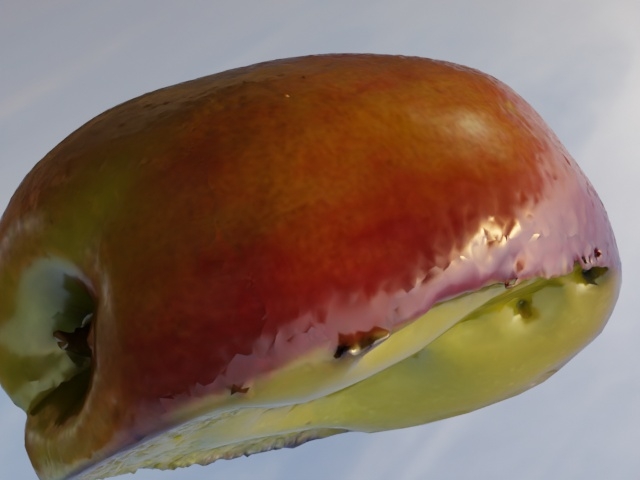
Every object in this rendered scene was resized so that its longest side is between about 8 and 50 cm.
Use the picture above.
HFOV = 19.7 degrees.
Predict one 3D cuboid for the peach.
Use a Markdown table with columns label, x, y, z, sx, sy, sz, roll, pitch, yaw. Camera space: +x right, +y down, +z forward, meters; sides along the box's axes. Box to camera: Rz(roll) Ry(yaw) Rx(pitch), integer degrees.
| label | x | y | z | sx | sy | sz | roll | pitch | yaw |
| --- | --- | --- | --- | --- | --- | --- | --- | --- | --- |
| peach | 0.000 | 0.000 | 1.138 | 0.380 | 0.242 | 0.306 | 0 | 154 | -44 |
